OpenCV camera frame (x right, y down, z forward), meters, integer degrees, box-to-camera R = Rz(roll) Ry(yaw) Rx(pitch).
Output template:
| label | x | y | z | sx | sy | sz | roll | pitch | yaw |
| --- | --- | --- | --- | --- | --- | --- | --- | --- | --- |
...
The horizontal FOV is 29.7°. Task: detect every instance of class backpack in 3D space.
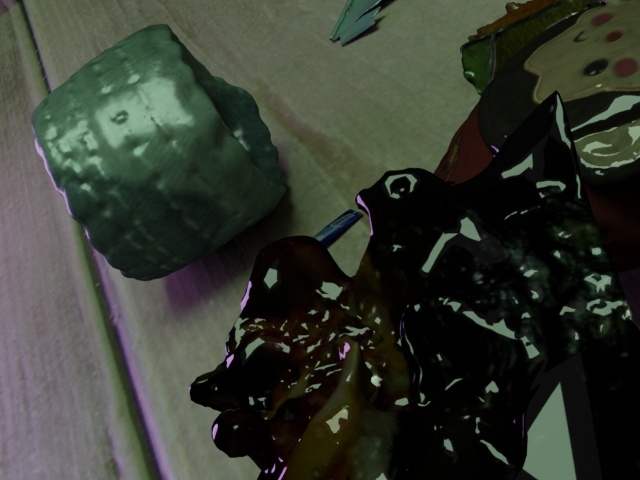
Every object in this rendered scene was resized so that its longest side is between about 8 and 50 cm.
| label | x | y | z | sx | sy | sz | roll | pitch | yaw |
| --- | --- | --- | --- | --- | --- | --- | --- | --- | --- |
| backpack | 0.166 | -0.049 | 0.758 | 0.229 | 0.139 | 0.229 | -33 | 22 | 15 |

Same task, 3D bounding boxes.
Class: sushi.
| label | x | y | z | sx | sy | sz | roll | pitch | yaw |
| --- | --- | --- | --- | --- | --- | --- | --- | --- | --- |
| sushi | 0.049 | 0.095 | 0.583 | 0.212 | 0.215 | 0.227 | -11 | 54 | 5 |

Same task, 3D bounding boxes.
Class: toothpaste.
| label | x | y | z | sx | sy | sz | roll | pitch | yaw |
| --- | --- | --- | --- | --- | --- | --- | --- | --- | --- |
| toothpaste | 0.000 | 0.000 | 1.022 | 0.083 | 0.015 | 0.024 | -40 | 26 | -15 |

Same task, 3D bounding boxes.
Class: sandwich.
| label | x | y | z | sx | sy | sz | roll | pitch | yaw |
| --- | --- | --- | --- | --- | --- | --- | --- | --- | --- |
| sandwich | 0.207 | -0.147 | 0.915 | 0.184 | 0.109 | 0.160 | -23 | 11 | 31 |

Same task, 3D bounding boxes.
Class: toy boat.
| label | x | y | z | sx | sy | sz | roll | pitch | yaw |
| --- | --- | --- | --- | --- | --- | --- | --- | --- | --- |
| toy boat | 0.072 | -0.335 | 1.395 | 0.220 | 0.067 | 0.291 | -11 | 41 | 40 |

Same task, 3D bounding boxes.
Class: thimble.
| label | x | y | z | sx | sy | sz | roll | pitch | yaw |
| --- | --- | --- | --- | --- | --- | --- | --- | --- | --- |
| thimble | -0.144 | -0.086 | 1.114 | 0.172 | 0.205 | 0.250 | -34 | 23 | 6 |
